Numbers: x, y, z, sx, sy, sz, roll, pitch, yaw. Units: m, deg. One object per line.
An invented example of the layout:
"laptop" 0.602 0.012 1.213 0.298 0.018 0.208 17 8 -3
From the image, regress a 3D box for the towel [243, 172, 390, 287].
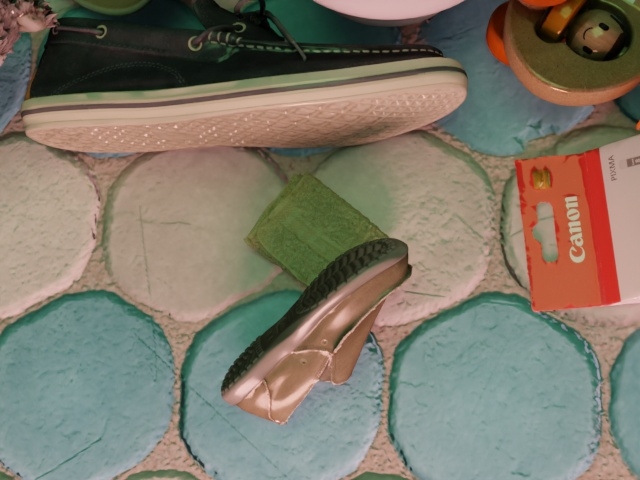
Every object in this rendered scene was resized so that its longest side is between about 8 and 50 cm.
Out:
"towel" 0.000 0.000 1.126 0.148 0.027 0.110 36 81 16

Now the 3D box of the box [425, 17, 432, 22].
"box" 0.125 -0.458 1.222 0.295 0.073 0.293 -44 72 -5

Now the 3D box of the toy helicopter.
"toy helicopter" 0.370 -0.241 1.097 0.355 0.140 0.235 -22 65 -12

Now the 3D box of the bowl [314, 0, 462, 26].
"bowl" 0.070 -0.318 1.057 0.297 0.134 0.298 -1 48 1

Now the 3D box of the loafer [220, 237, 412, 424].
"loafer" 0.008 0.097 1.058 0.251 0.094 0.087 -43 104 13

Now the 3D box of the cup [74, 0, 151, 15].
"cup" -0.213 -0.460 1.166 0.331 0.331 0.237 40 56 16

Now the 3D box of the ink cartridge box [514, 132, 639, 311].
"ink cartridge box" 0.330 -0.024 1.075 0.224 0.056 0.181 -5 73 5

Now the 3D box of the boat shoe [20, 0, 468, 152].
"boat shoe" -0.090 -0.188 1.115 0.500 0.187 0.156 0 80 13

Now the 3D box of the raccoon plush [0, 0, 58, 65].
"raccoon plush" -0.486 -0.324 1.135 0.299 0.216 0.446 -31 73 22
